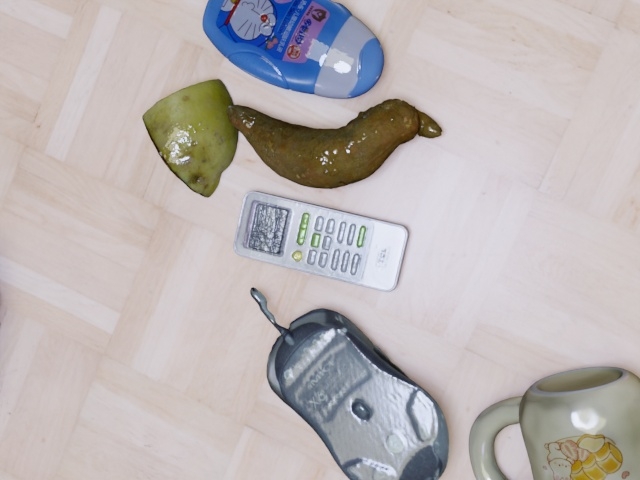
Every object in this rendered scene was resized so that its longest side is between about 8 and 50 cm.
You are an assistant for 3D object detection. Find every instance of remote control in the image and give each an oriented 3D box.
[{"bbox_3d":[0.000,0.000,1.360,0.250,0.034,0.103,15,96,11],"label":"remote control"}]

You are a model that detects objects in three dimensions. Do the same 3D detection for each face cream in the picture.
[{"bbox_3d":[-0.034,-0.287,1.327,0.264,0.083,0.149,26,94,9],"label":"face cream"}]

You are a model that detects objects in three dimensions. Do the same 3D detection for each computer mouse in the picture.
[{"bbox_3d":[0.032,0.203,1.340,0.167,0.090,0.379,-45,78,5],"label":"computer mouse"}]

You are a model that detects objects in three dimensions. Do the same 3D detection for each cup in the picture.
[{"bbox_3d":[0.341,0.284,1.264,0.173,0.255,0.202,-13,92,-30],"label":"cup"}]

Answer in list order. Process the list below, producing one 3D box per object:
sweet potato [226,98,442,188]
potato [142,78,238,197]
[{"bbox_3d":[0.016,-0.135,1.320,0.310,0.098,0.124,-1,71,14],"label":"sweet potato"},{"bbox_3d":[-0.173,-0.154,1.365,0.120,0.081,0.149,-33,86,14],"label":"potato"}]
